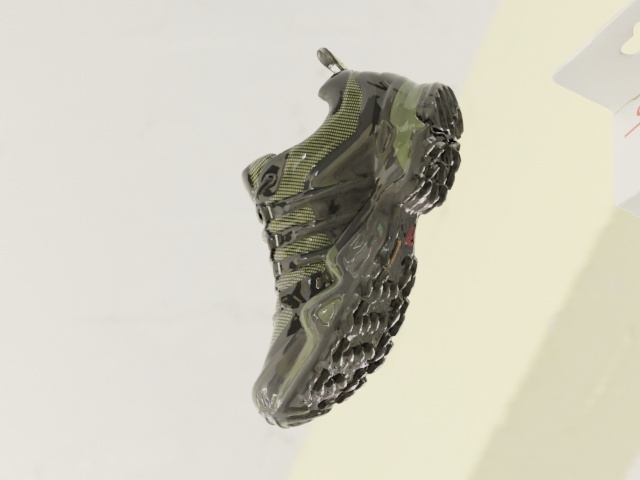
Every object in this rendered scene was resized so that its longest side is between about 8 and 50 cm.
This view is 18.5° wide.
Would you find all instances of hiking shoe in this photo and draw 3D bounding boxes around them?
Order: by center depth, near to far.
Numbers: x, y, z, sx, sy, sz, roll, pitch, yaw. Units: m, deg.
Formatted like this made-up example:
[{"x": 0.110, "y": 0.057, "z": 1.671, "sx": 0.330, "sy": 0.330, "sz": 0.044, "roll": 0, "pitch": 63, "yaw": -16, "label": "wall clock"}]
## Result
[{"x": 0.000, "y": 0.000, "z": 1.188, "sx": 0.227, "sy": 0.114, "sz": 0.086, "roll": -66, "pitch": -28, "yaw": -5, "label": "hiking shoe"}]

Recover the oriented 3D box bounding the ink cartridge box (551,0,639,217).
[{"x": 0.389, "y": -0.079, "z": 1.660, "sx": 0.353, "sy": 0.119, "sz": 0.207, "roll": 25, "pitch": -44, "yaw": -22, "label": "ink cartridge box"}]
